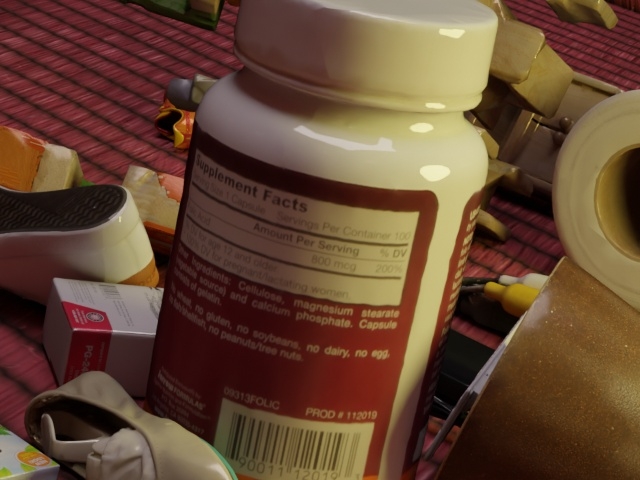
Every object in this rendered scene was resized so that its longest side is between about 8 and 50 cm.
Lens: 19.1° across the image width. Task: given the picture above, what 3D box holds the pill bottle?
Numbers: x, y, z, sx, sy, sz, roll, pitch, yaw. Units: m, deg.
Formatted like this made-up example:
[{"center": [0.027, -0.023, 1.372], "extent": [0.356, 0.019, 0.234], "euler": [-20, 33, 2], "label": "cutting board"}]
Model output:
[{"center": [0.000, 0.000, 1.440], "extent": [0.224, 0.392, 0.224], "euler": [11, 18, -4], "label": "pill bottle"}]

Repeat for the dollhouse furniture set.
[{"center": [0.188, -0.201, 2.268], "extent": [0.256, 0.362, 0.394], "euler": [23, -7, 28], "label": "dollhouse furniture set"}]

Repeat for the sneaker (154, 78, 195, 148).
[{"center": [-0.175, -0.160, 2.352], "extent": [0.067, 0.064, 0.175], "euler": [-4, 19, -14], "label": "sneaker"}]

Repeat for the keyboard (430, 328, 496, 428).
[{"center": [0.151, 0.144, 1.691], "extent": [0.317, 0.033, 0.201], "euler": [25, 19, 37], "label": "keyboard"}]

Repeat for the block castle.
[{"center": [-0.178, -0.145, 1.888], "extent": [0.453, 0.303, 0.213], "euler": [17, -13, 1], "label": "block castle"}]

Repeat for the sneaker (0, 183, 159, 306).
[{"center": [-0.276, 0.020, 1.729], "extent": [0.290, 0.123, 0.106], "euler": [2, 42, 33], "label": "sneaker"}]

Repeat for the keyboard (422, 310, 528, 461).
[{"center": [0.132, 0.117, 1.581], "extent": [0.014, 0.072, 0.256], "euler": [39, 19, 6], "label": "keyboard"}]

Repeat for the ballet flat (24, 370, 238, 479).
[{"center": [-0.147, 0.159, 1.377], "extent": [0.086, 0.086, 0.248], "euler": [1, 12, -31], "label": "ballet flat"}]

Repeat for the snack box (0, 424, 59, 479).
[{"center": [-0.271, 0.164, 1.346], "extent": [0.100, 0.037, 0.141], "euler": [28, 24, 37], "label": "snack box"}]

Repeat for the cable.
[{"center": [0.155, 0.040, 1.938], "extent": [0.287, 0.072, 0.139], "euler": [19, 14, 23], "label": "cable"}]

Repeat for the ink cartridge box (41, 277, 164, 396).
[{"center": [-0.151, 0.085, 1.620], "extent": [0.150, 0.063, 0.109], "euler": [6, 19, -19], "label": "ink cartridge box"}]

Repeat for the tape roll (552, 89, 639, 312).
[{"center": [0.398, -0.050, 2.088], "extent": [0.246, 0.246, 0.169], "euler": [25, 23, 34], "label": "tape roll"}]

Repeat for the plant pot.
[{"center": [0.233, 0.161, 1.457], "extent": [0.230, 0.215, 0.215], "euler": [30, 21, 9], "label": "plant pot"}]
